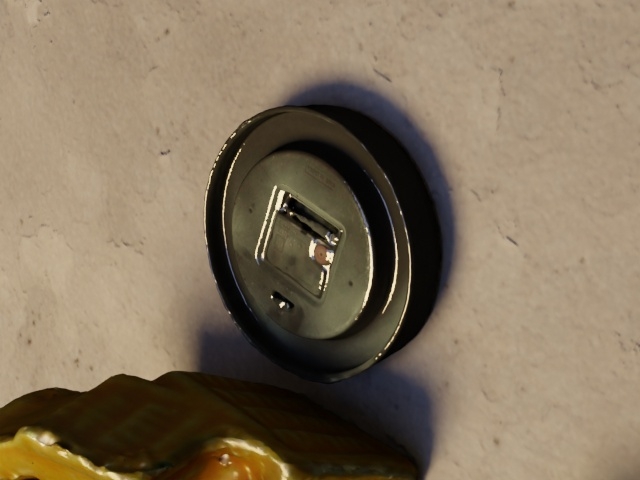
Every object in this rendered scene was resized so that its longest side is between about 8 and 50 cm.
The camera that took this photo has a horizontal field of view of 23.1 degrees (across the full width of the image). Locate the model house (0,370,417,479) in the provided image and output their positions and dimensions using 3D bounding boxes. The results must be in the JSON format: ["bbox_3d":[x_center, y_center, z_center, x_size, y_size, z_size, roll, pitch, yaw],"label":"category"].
[{"bbox_3d":[-0.080,0.176,1.040,0.239,0.268,0.173,-15,71,43],"label":"model house"}]

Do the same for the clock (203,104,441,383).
[{"bbox_3d":[0.000,0.000,1.029,0.184,0.040,0.185,13,110,40],"label":"clock"}]
